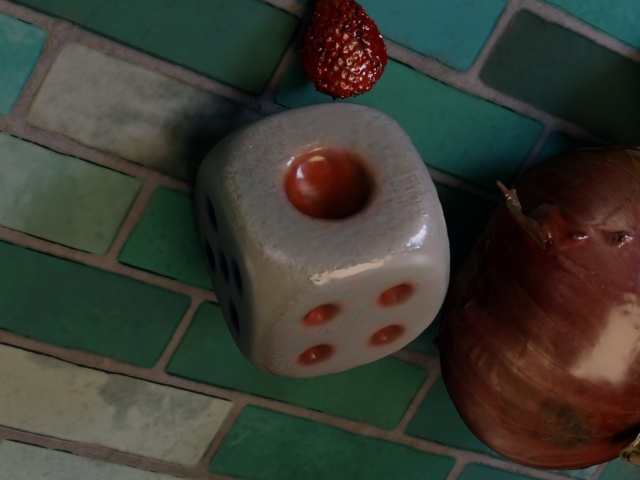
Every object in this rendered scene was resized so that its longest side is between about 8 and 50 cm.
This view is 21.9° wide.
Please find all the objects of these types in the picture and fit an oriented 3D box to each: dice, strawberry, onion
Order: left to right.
[{"bbox_3d":[0.000,0.000,1.517,0.193,0.194,0.192,-17,148,-14],"label":"dice"},{"bbox_3d":[0.020,-0.179,1.524,0.083,0.083,0.096,-21,99,-17],"label":"strawberry"},{"bbox_3d":[0.267,0.068,1.684,0.353,0.353,0.354,-15,126,-22],"label":"onion"}]
